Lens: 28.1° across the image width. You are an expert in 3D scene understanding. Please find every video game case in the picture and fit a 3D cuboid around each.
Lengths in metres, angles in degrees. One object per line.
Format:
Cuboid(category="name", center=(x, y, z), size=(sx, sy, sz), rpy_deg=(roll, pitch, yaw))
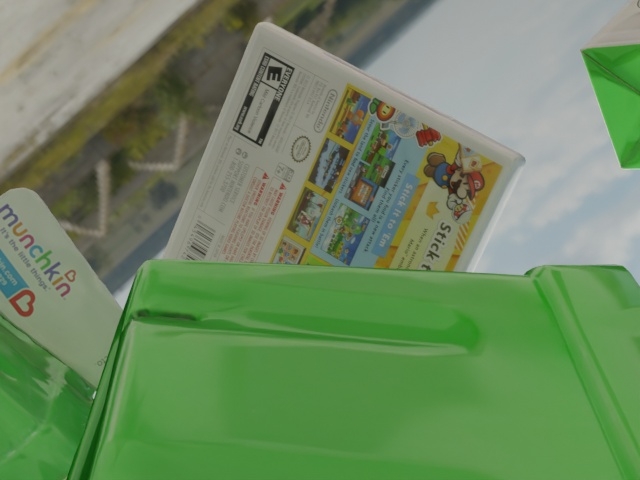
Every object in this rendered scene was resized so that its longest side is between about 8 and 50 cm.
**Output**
Cuboid(category="video game case", center=(0.000, 0.000, 0.851), size=(0.026, 0.206, 0.227), rpy_deg=(-8, 125, -61))

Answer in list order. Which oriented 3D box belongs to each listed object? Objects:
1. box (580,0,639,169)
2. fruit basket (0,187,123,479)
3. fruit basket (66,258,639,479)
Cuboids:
Cuboid(category="box", center=(0.390, -0.164, 1.030), size=(0.262, 0.127, 0.231), rpy_deg=(4, -142, 46))
Cuboid(category="fruit basket", center=(-0.174, 0.199, 0.660), size=(0.327, 0.353, 0.165), rpy_deg=(-36, -160, 1))
Cuboid(category="fruit basket", center=(0.065, 0.204, 0.431), size=(0.392, 0.392, 0.283), rpy_deg=(-40, -161, 14))
